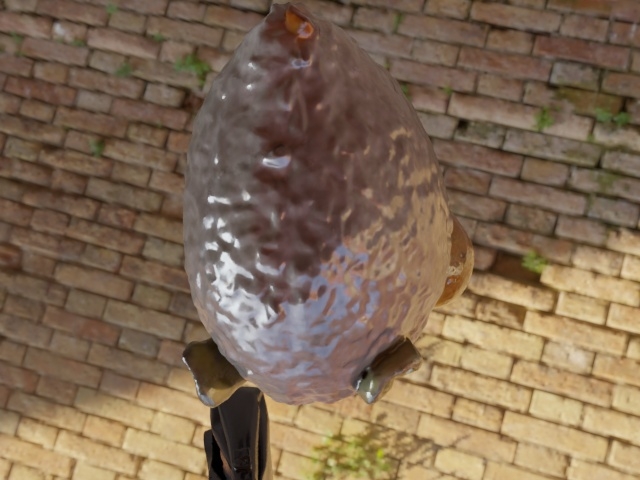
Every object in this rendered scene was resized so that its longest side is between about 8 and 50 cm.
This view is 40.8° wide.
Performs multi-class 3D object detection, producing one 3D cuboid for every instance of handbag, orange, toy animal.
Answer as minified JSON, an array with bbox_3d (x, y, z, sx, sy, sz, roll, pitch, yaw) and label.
[{"bbox_3d":[-0.127,0.413,1.421,0.113,0.285,0.257,-6,-153,-8],"label":"handbag"},{"bbox_3d":[0.099,0.013,0.992,0.159,0.136,0.159,1,170,0],"label":"orange"},{"bbox_3d":[-0.001,-0.004,0.628,0.188,0.226,0.358,3,142,15],"label":"toy animal"}]
